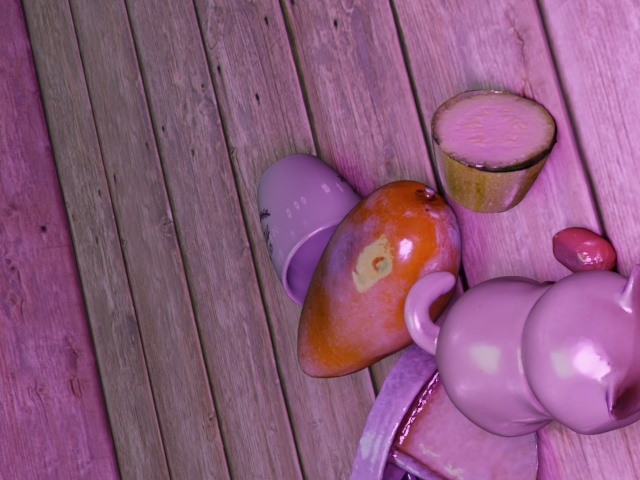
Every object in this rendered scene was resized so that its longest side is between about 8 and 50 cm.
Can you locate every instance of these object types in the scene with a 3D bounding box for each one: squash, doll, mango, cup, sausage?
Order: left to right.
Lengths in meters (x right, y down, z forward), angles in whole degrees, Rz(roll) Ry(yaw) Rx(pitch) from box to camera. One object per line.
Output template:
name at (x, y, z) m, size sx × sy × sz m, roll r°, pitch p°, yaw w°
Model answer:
cup at (0.000, 0.000, 2.374) m, size 0.234 × 0.186 × 0.258 m, roll -119°, pitch 7°, yaw -48°
mango at (0.085, 0.070, 2.159) m, size 0.384 × 0.199 × 0.221 m, roll -57°, pitch 35°, yaw 31°
squash at (0.227, -0.118, 1.931) m, size 0.122 × 0.170 × 0.170 m, roll 97°, pitch 150°, yaw -47°
doll at (0.296, 0.143, 1.816) m, size 0.370 × 0.226 × 0.215 m, roll 0°, pitch 66°, yaw 52°
sausage at (0.342, 0.017, 1.852) m, size 0.094 × 0.054 × 0.059 m, roll 39°, pitch 129°, yaw 52°

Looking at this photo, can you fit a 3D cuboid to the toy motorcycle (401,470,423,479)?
toy motorcycle at (0.196, 0.450, 2.155) m, size 0.358 × 0.125 × 0.212 m, roll -132°, pitch 35°, yaw -50°

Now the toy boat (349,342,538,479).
toy boat at (0.195, 0.273, 2.071) m, size 0.294 × 0.111 × 0.276 m, roll 4°, pitch 69°, yaw 28°
